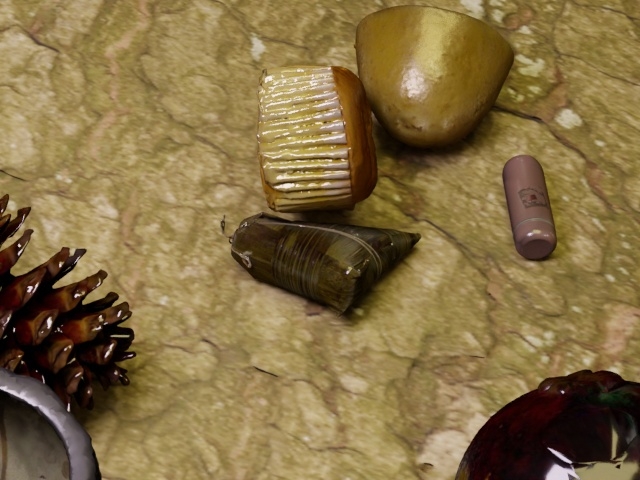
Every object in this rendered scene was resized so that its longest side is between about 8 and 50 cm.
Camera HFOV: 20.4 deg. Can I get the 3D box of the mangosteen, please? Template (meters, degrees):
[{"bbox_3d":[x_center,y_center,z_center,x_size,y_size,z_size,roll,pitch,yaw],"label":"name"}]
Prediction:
[{"bbox_3d":[0.276,0.281,1.753,0.311,0.311,0.311,3,47,-3],"label":"mangosteen"}]

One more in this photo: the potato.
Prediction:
[{"bbox_3d":[0.132,-0.191,2.256,0.203,0.178,0.158,24,61,-16],"label":"potato"}]

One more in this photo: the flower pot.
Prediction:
[{"bbox_3d":[-0.338,0.295,1.681,0.267,0.267,0.266,4,48,-4],"label":"flower pot"}]

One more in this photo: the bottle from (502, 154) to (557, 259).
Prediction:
[{"bbox_3d":[0.256,-0.041,2.189,0.053,0.053,0.140,0,48,-5],"label":"bottle"}]

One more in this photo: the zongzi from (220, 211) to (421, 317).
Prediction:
[{"bbox_3d":[0.000,0.000,2.121,0.187,0.084,0.184,23,35,22],"label":"zongzi"}]

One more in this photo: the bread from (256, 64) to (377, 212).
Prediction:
[{"bbox_3d":[-0.003,-0.120,2.114,0.133,0.250,0.179,-8,89,4],"label":"bread"}]

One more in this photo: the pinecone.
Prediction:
[{"bbox_3d":[-0.332,0.081,1.912,0.292,0.246,0.246,25,47,-8],"label":"pinecone"}]
